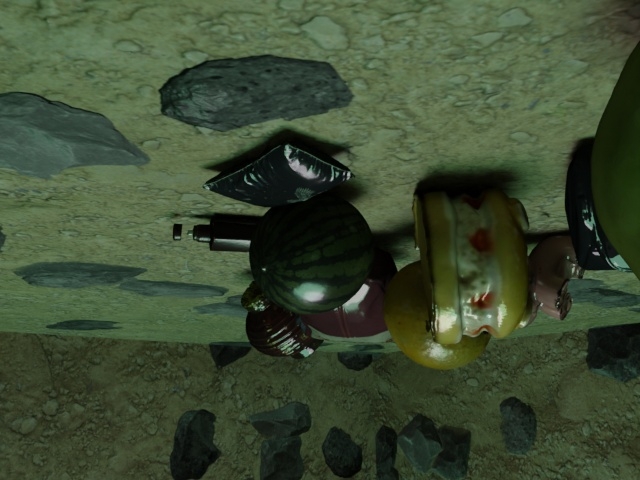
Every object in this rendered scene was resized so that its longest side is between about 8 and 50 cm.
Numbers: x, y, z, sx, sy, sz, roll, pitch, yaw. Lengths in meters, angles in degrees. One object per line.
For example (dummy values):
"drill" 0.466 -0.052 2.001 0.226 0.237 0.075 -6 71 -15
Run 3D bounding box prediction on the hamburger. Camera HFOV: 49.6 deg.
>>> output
"hamburger" 0.260 0.036 1.185 0.187 0.260 0.302 -6 -177 2

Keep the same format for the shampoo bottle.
"shampoo bottle" -0.161 -0.011 1.320 0.237 0.067 0.068 3 156 -16

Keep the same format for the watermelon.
"watermelon" -0.017 0.021 1.161 0.212 0.212 0.212 -1 165 0

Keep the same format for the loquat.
"loquat" 0.243 0.143 1.385 0.244 0.243 0.244 -1 165 0

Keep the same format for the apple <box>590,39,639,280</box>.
"apple" 0.433 -0.072 0.592 0.358 0.357 0.357 -1 165 0

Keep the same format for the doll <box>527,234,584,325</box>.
"doll" 0.419 0.073 1.521 0.268 0.216 0.284 19 159 31

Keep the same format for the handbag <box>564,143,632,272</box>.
"handbag" 0.521 -0.043 1.011 0.302 0.177 0.275 -6 165 18

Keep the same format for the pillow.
"pillow" -0.062 -0.092 1.027 0.141 0.055 0.208 15 160 -40

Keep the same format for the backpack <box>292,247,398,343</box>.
"backpack" 0.057 0.107 1.547 0.284 0.197 0.317 -5 149 10

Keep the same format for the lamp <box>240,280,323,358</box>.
"lamp" -0.096 0.192 1.816 0.247 0.246 0.247 -1 165 0
